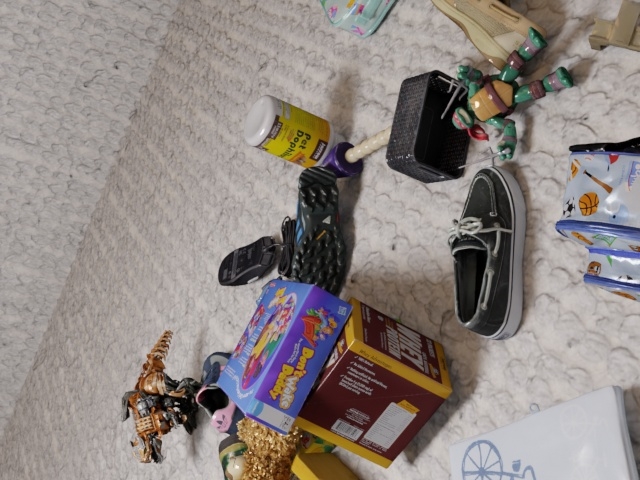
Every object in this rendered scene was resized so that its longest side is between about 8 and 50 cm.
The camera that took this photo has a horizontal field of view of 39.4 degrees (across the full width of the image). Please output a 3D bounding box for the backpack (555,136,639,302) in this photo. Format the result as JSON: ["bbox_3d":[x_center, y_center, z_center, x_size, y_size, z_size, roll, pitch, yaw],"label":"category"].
[{"bbox_3d":[0.413,-0.022,1.058,0.276,0.263,0.213,0,74,57],"label":"backpack"}]

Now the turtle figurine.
[{"bbox_3d":[0.290,-0.237,1.485,0.234,0.175,0.118,-36,18,25],"label":"turtle figurine"}]

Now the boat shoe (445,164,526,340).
[{"bbox_3d":[0.256,0.006,1.446,0.113,0.105,0.306,-22,55,52],"label":"boat shoe"}]

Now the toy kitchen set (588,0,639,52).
[{"bbox_3d":[0.465,-0.326,1.373,0.083,0.075,0.068,20,94,20],"label":"toy kitchen set"}]

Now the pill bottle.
[{"bbox_3d":[-0.053,-0.230,1.963,0.117,0.215,0.117,-35,46,45],"label":"pill bottle"}]

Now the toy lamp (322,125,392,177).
[{"bbox_3d":[0.103,-0.193,1.834,0.274,0.080,0.080,-24,54,50],"label":"toy lamp"}]

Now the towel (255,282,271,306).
[{"bbox_3d":[-0.092,0.153,1.961,0.119,0.029,0.067,49,115,33],"label":"towel"}]

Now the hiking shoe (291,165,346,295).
[{"bbox_3d":[0.000,0.000,1.891,0.132,0.113,0.304,93,-179,-81],"label":"hiking shoe"}]

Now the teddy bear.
[{"bbox_3d":[-0.097,0.346,1.712,0.245,0.113,0.338,26,93,63],"label":"teddy bear"}]

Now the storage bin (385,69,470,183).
[{"bbox_3d":[0.203,-0.206,1.632,0.084,0.122,0.180,-6,69,57],"label":"storage bin"}]

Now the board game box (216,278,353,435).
[{"bbox_3d":[-0.074,0.190,1.573,0.233,0.078,0.347,-62,12,-7],"label":"board game box"}]

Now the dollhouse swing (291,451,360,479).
[{"bbox_3d":[-0.100,0.556,1.517,0.315,0.305,0.347,29,99,59],"label":"dollhouse swing"}]

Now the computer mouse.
[{"bbox_3d":[-0.139,0.074,2.090,0.262,0.060,0.184,-32,43,31],"label":"computer mouse"}]

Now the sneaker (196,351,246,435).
[{"bbox_3d":[-0.227,0.332,2.010,0.319,0.131,0.112,38,106,58],"label":"sneaker"}]

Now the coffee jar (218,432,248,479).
[{"bbox_3d":[-0.156,0.492,1.839,0.079,0.096,0.184,-33,42,15],"label":"coffee jar"}]

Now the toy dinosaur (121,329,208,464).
[{"bbox_3d":[-0.366,0.370,2.126,0.164,0.218,0.322,-11,65,56],"label":"toy dinosaur"}]

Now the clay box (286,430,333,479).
[{"bbox_3d":[-0.049,0.403,1.763,0.222,0.053,0.127,-52,34,27],"label":"clay box"}]

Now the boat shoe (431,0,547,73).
[{"bbox_3d":[0.298,-0.426,1.624,0.110,0.121,0.341,-50,46,23],"label":"boat shoe"}]

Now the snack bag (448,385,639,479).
[{"bbox_3d":[0.311,0.384,1.218,0.342,0.037,0.323,-37,45,44],"label":"snack bag"}]

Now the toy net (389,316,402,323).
[{"bbox_3d":[0.077,0.244,1.664,0.232,0.045,0.122,-50,38,34],"label":"toy net"}]

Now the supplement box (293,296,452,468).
[{"bbox_3d":[0.081,0.237,1.485,0.194,0.191,0.129,-55,16,23],"label":"supplement box"}]

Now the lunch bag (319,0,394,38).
[{"bbox_3d":[0.112,-0.603,2.015,0.279,0.108,0.224,-53,40,30],"label":"lunch bag"}]
